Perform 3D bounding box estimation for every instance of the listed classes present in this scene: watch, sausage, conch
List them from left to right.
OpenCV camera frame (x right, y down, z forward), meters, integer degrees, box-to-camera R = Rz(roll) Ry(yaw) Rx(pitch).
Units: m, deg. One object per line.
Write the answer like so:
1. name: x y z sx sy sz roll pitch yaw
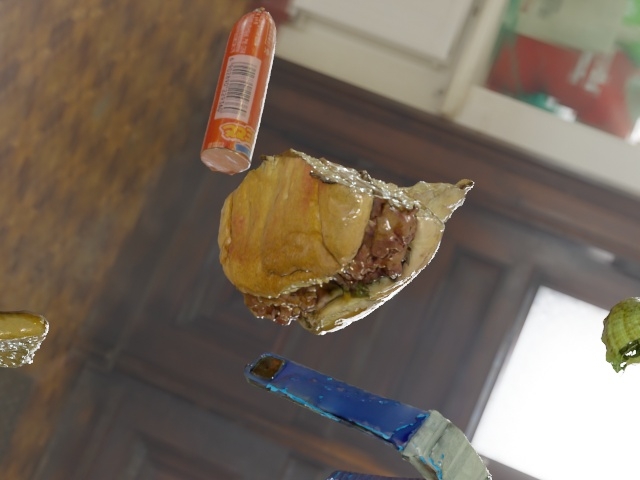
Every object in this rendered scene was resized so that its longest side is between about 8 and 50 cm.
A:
1. sausage: -0.110 -0.224 2.295 0.074 0.074 0.274 87 11 -61
2. watch: 0.068 0.253 1.821 0.068 0.274 0.276 -57 143 -24
3. conch: 0.327 0.098 1.673 0.089 0.074 0.121 -62 -178 -23

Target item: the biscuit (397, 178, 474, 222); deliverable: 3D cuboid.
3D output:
1. biscuit: 0.131 -0.046 2.292 0.183 0.061 0.118 -14 143 -52

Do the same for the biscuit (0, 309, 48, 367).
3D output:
1. biscuit: -0.354 0.096 1.575 0.183 0.174 0.039 129 -41 -73

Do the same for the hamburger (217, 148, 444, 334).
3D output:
1. hamburger: 0.000 0.000 1.652 0.245 0.155 0.282 -65 -150 23
